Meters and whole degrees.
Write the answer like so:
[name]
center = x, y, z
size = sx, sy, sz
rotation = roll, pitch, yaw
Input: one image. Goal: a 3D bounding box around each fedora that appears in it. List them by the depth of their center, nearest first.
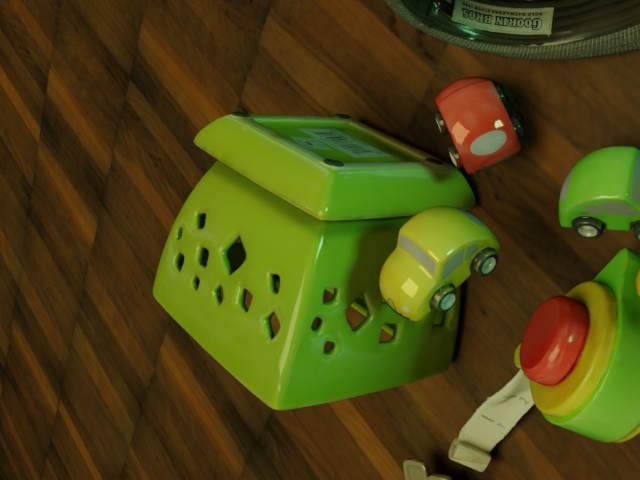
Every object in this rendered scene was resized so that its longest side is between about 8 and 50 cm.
[fedora]
center = 0.160, -0.227, 0.577
size = 0.275, 0.243, 0.124
rotation = -11, 63, 61

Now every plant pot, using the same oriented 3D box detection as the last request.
[plant pot]
center = 0.000, 0.000, 0.815
size = 0.228, 0.227, 0.207
rotation = 32, 118, 43

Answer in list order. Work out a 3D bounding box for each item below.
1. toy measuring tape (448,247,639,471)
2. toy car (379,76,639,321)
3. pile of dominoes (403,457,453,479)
[toy measuring tape]
center = 0.189, 0.133, 0.689
size = 0.121, 0.121, 0.330
rotation = 55, 138, 26
[toy car]
center = 0.166, -0.044, 0.654
size = 0.225, 0.239, 0.053
rotation = 4, 149, 28
[pile of dominoes]
center = 0.179, 0.340, 0.854
size = 0.251, 0.040, 0.196
rotation = 21, 117, 38
